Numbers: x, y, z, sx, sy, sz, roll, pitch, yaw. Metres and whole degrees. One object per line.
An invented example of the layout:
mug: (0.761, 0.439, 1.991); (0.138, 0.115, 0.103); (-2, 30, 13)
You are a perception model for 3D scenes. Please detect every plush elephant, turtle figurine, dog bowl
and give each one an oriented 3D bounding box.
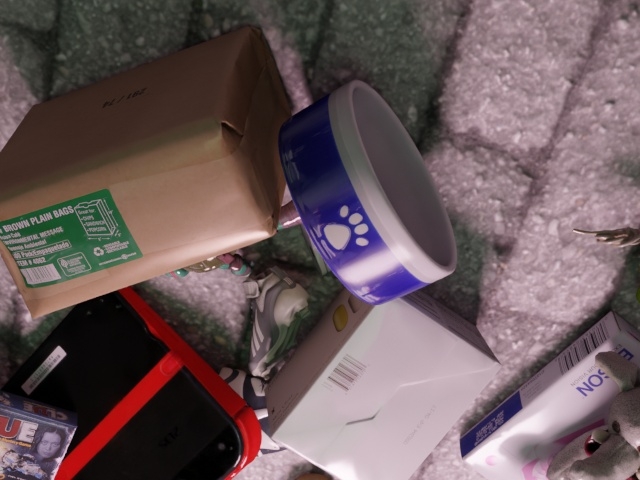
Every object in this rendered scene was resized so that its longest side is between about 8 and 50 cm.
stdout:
plush elephant: (0.425, 0.310, 1.446); (0.330, 0.272, 0.255); (-36, 131, -13)
turtle figurine: (-0.140, -0.011, 1.448); (0.234, 0.118, 0.175); (-32, 113, 12)
dog bowl: (0.061, -0.058, 1.321); (0.104, 0.265, 0.265); (-27, 115, 19)

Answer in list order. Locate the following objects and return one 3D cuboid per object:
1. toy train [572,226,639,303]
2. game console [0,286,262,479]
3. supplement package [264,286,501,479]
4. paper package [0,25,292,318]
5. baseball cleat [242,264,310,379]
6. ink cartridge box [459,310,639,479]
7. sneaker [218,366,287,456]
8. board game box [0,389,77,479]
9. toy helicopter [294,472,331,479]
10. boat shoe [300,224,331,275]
toy train: (0.456, 0.035, 1.460); (0.248, 0.105, 0.143); (1, 133, 2)
game console: (-0.307, 0.287, 1.606); (0.342, 0.060, 0.386); (47, 113, 4)
supplement package: (0.080, 0.194, 1.501); (0.204, 0.145, 0.262); (34, 101, -16)
paper package: (-0.210, -0.090, 1.289); (0.325, 0.309, 0.168); (-17, 117, 13)
baseball cleat: (-0.074, 0.110, 1.542); (0.109, 0.072, 0.206); (49, 138, 19)
ink cartridge box: (0.439, 0.309, 1.626); (0.330, 0.071, 0.324); (37, 114, -15)
sneaker: (-0.099, 0.311, 1.633); (0.153, 0.094, 0.235); (14, 109, 4)
board game box: (-0.496, 0.291, 1.549); (0.243, 0.042, 0.165); (20, 107, -18)
toy helicopter: (-0.125, 0.489, 1.740); (0.355, 0.140, 0.235); (-41, 102, 11)
boat shoe: (0.000, 0.000, 1.492); (0.035, 0.035, 0.100); (-27, 114, -14)
